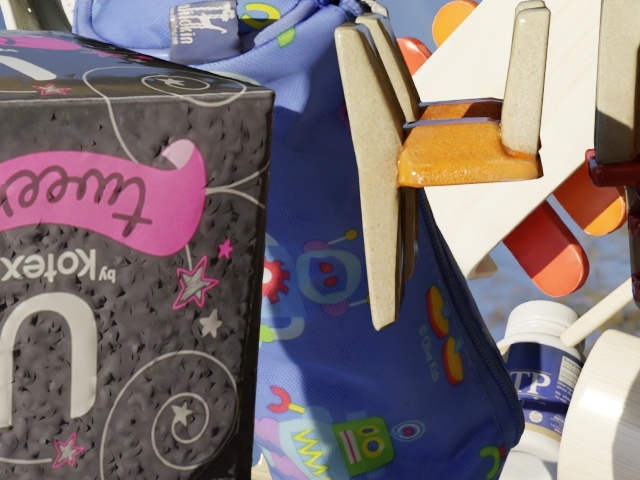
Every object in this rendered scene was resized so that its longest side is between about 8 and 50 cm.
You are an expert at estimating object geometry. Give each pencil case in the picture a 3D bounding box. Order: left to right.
[{"bbox_3d":[0.000,0.000,0.810,0.119,0.133,0.306,-61,-40,-43],"label":"pencil case"}]

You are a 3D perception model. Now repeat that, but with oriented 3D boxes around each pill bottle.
[{"bbox_3d":[0.219,0.159,1.913,0.112,0.112,0.187,61,-146,-41],"label":"pill bottle"}]

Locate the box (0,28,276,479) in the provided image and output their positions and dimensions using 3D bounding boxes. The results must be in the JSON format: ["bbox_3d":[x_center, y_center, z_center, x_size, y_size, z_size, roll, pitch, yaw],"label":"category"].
[{"bbox_3d":[-0.152,0.025,0.531,0.247,0.142,0.163,-5,-74,-35],"label":"box"}]

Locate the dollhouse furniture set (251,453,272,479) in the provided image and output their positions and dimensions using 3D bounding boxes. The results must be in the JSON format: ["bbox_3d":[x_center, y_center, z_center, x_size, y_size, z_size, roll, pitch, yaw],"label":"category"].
[{"bbox_3d":[-0.024,0.188,1.558,0.201,0.152,0.374,86,-166,-80],"label":"dollhouse furniture set"}]

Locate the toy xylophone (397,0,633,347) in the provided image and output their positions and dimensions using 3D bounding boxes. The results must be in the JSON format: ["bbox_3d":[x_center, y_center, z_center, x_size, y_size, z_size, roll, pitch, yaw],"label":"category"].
[{"bbox_3d":[0.163,-0.078,1.143,0.081,0.322,0.236,-18,-105,-54],"label":"toy xylophone"}]

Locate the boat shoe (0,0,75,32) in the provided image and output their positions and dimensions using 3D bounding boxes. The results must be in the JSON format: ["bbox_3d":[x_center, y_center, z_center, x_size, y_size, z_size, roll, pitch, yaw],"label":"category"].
[{"bbox_3d":[-0.139,-0.075,1.181,0.277,0.098,0.096,63,-153,7],"label":"boat shoe"}]

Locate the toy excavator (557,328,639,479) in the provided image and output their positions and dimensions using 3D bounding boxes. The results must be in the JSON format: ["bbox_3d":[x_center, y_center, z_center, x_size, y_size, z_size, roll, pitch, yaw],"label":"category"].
[{"bbox_3d":[0.299,0.084,1.353,0.433,0.222,0.445,-58,-28,-26],"label":"toy excavator"}]

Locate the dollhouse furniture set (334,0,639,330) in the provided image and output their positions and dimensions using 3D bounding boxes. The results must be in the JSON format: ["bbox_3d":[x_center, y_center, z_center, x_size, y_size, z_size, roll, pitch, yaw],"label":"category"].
[{"bbox_3d":[0.150,-0.021,0.636,0.259,0.262,0.135,-58,-36,-79],"label":"dollhouse furniture set"}]
